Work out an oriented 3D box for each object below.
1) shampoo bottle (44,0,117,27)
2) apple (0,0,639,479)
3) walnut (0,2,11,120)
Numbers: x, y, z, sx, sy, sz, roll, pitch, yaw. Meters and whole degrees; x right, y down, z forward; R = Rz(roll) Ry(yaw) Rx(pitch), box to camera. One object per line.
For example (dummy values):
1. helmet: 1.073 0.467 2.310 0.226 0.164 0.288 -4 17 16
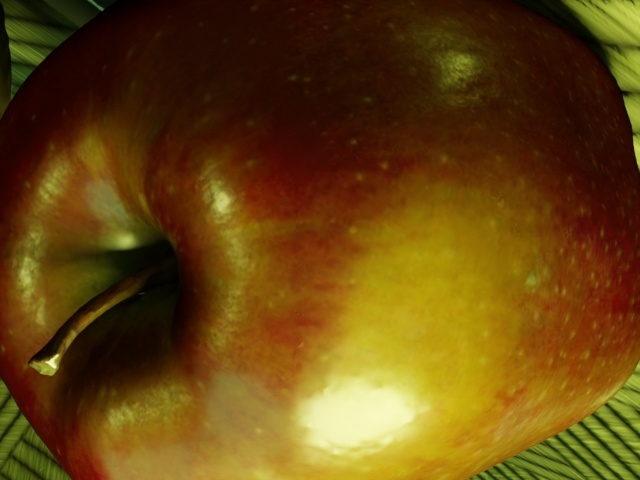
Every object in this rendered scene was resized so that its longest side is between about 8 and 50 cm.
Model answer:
1. shampoo bottle: -0.172 -0.201 1.055 0.246 0.080 0.079 36 166 -13
2. apple: 0.000 0.000 0.873 0.317 0.288 0.288 -7 -162 -42
3. walnut: -0.403 -0.134 1.407 0.306 0.306 0.344 42 170 -37
